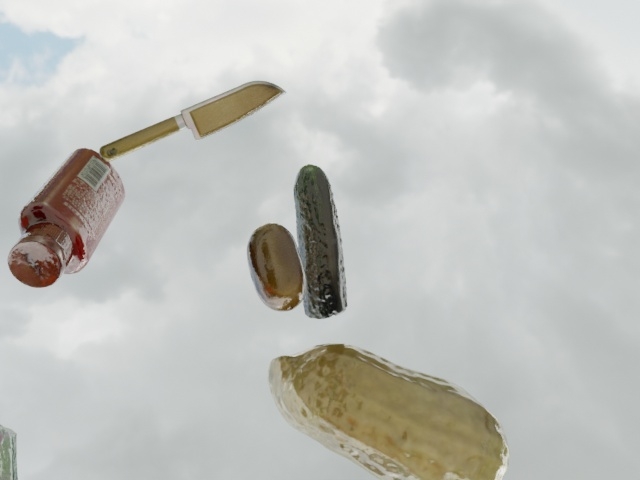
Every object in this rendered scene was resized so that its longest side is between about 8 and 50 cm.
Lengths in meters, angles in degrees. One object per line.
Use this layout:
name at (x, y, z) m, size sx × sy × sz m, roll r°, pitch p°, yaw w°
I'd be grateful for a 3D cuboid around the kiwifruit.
kiwifruit at (-0.058, 0.035, 0.952) m, size 0.075 × 0.075 × 0.124 m, roll -9°, pitch -117°, yaw -20°

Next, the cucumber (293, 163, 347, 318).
cucumber at (-0.001, 0.000, 1.147) m, size 0.075 × 0.241 × 0.074 m, roll -5°, pitch -166°, yaw 1°

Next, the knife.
knife at (-0.164, -0.154, 0.958) m, size 0.256 × 0.046 × 0.022 m, roll -25°, pitch -161°, yaw -10°

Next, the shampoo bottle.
shampoo bottle at (-0.364, -0.036, 1.064) m, size 0.076 × 0.118 × 0.314 m, roll -23°, pitch -156°, yaw 10°

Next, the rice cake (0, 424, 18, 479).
rice cake at (-0.376, 0.314, 0.870) m, size 0.034 × 0.043 × 0.210 m, roll -21°, pitch -120°, yaw 2°

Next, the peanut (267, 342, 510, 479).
peanut at (0.083, 0.232, 0.974) m, size 0.340 × 0.158 × 0.174 m, roll 26°, pitch -170°, yaw 7°
